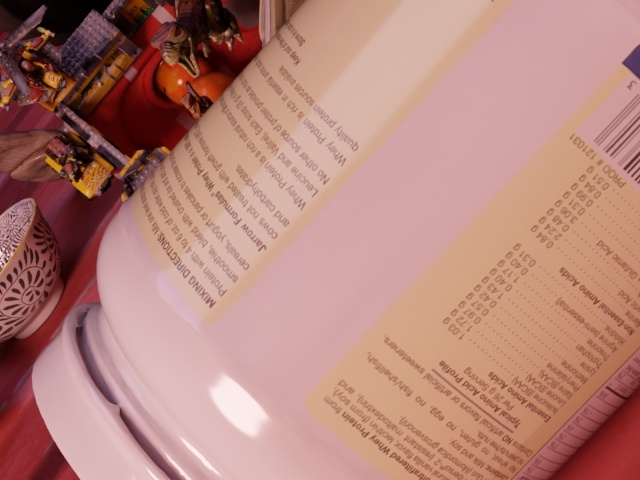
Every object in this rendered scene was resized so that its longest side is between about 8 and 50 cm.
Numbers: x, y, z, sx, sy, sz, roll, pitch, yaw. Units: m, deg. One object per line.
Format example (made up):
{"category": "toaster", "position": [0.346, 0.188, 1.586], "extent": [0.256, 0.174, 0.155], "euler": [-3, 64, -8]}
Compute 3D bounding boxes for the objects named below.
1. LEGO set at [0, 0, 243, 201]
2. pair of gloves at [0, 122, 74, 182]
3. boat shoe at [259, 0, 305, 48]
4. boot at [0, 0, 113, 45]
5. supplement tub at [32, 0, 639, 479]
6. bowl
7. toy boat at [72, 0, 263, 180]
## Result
{"category": "LEGO set", "position": [-0.137, -0.181, 1.237], "extent": [0.331, 0.255, 0.192], "euler": [-44, -19, 4]}
{"category": "pair of gloves", "position": [-0.251, -0.128, 1.564], "extent": [0.240, 0.042, 0.204], "euler": [-34, -10, 24]}
{"category": "boat shoe", "position": [0.002, -0.188, 1.088], "extent": [0.103, 0.113, 0.302], "euler": [140, 139, -76]}
{"category": "boot", "position": [-0.168, -0.306, 1.451], "extent": [0.260, 0.348, 0.131], "euler": [-30, 74, 31]}
{"category": "supplement tub", "position": [0.046, 0.003, 0.683], "extent": [0.325, 0.235, 0.235], "euler": [-47, 23, 8]}
{"category": "bowl", "position": [-0.311, 0.047, 1.472], "extent": [0.170, 0.080, 0.170], "euler": [-41, 25, 24]}
{"category": "toy boat", "position": [-0.127, -0.150, 1.397], "extent": [0.231, 0.151, 0.151], "euler": [-50, 52, 1]}
